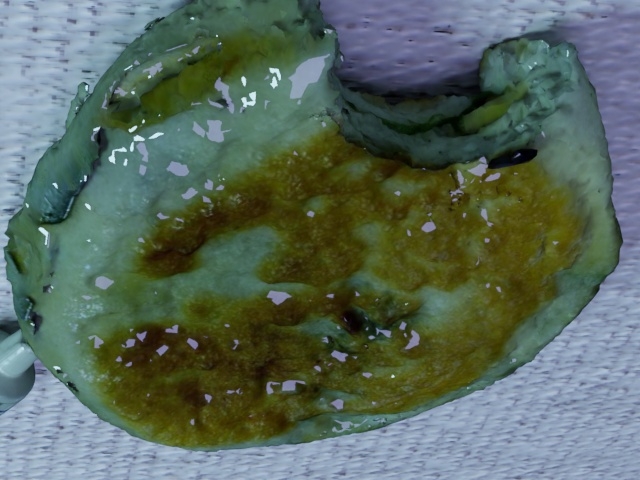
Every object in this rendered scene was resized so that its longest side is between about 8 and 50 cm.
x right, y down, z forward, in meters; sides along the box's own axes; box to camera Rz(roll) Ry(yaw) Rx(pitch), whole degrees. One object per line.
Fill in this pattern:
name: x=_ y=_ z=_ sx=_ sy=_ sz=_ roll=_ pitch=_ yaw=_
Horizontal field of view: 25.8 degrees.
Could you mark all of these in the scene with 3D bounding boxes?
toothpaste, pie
toothpaste: x=-0.216 y=0.103 z=0.751 sx=0.064 sy=0.041 sz=0.218 roll=21 pitch=134 yaw=-41
pie: x=-0.003 y=0.005 z=0.661 sx=0.302 sy=0.067 sz=0.302 roll=-6 pitch=140 yaw=-5
